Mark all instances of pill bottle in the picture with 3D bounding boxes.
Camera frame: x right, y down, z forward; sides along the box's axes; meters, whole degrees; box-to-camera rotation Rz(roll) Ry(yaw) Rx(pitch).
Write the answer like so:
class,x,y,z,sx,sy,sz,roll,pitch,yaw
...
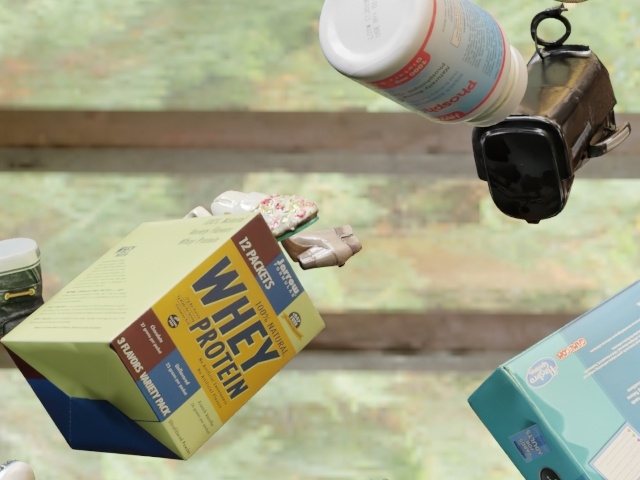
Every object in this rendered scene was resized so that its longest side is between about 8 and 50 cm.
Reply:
class,x,y,z,sx,sy,sz,roll,pitch,yaw
pill bottle,0.076,-0.131,1.106,0.160,0.087,0.087,20,-115,-51

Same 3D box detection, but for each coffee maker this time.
class,x,y,z,sx,sy,sz,roll,pitch,yaw
coffee maker,0.231,-0.130,1.696,0.171,0.120,0.178,56,-143,-11

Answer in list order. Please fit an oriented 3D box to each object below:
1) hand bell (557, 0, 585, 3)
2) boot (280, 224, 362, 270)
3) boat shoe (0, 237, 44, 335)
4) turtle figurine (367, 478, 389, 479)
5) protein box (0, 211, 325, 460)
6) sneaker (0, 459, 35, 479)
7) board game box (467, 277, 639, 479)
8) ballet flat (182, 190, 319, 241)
class,x,y,z,sx,sy,sz,roll,pitch,yaw
hand bell,0.329,-0.415,1.940,0.242,0.126,0.126,113,162,-52
boot,0.000,0.000,2.133,0.118,0.087,0.042,-127,20,-48
boat shoe,-0.354,0.058,1.532,0.065,0.183,0.083,-134,35,-66
turtle figurine,0.018,0.310,1.394,0.234,0.175,0.118,-50,60,22
protein box,-0.148,0.088,1.508,0.201,0.200,0.136,-43,-67,-33
sneaker,-0.327,0.335,1.613,0.085,0.086,0.237,69,-148,-57
board game box,0.328,0.203,1.400,0.336,0.254,0.079,54,147,14
ballet flat,-0.102,-0.006,1.669,0.091,0.241,0.077,-36,-85,-48
